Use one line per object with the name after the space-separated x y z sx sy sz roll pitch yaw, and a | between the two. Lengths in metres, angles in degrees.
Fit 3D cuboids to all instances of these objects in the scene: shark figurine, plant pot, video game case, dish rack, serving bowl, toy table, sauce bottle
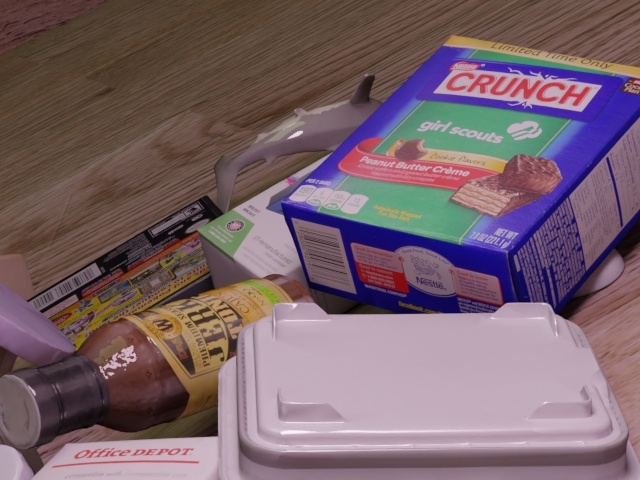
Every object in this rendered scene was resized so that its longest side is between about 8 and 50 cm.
-0.003 -0.110 2.216 0.278 0.116 0.166 -22 -14 -19 | shark figurine
-0.415 0.067 2.197 0.109 0.109 0.096 -5 14 38 | plant pot
-0.216 0.058 2.072 0.275 0.035 0.248 -31 22 -6 | video game case
0.083 0.120 1.454 0.333 0.072 0.285 0 20 -3 | dish rack
0.253 0.024 1.728 0.083 0.027 0.083 -20 21 8 | serving bowl
-0.385 0.117 1.838 0.252 0.274 0.161 39 90 32 | toy table
-0.146 0.117 1.659 0.111 0.111 0.344 -1 12 44 | sauce bottle

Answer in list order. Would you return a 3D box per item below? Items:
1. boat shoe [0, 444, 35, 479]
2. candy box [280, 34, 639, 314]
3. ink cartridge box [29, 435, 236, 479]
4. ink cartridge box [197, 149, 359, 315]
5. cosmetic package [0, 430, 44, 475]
-0.323 0.319 1.505 0.108 0.102 0.301 0 46 34 | boat shoe
0.166 -0.060 1.747 0.268 0.122 0.317 14 43 36 | candy box
-0.174 0.266 1.447 0.207 0.119 0.353 -7 25 35 | ink cartridge box
0.000 0.000 1.906 0.212 0.093 0.154 -29 37 -21 | ink cartridge box
-0.391 0.277 1.597 0.129 0.153 0.296 0 30 44 | cosmetic package
